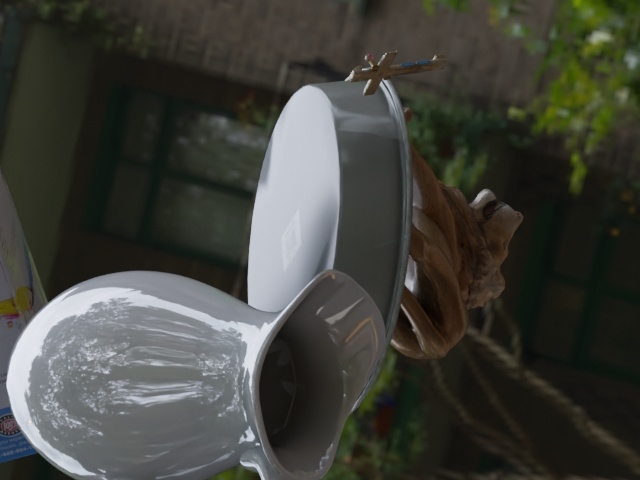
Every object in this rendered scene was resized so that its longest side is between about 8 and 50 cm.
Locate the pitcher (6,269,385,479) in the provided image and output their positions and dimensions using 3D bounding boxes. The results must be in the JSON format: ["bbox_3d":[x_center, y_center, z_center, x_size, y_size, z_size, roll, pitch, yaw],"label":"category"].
[{"bbox_3d":[-0.082,0.102,0.919,0.125,0.207,0.177,42,-124,-43],"label":"pitcher"}]

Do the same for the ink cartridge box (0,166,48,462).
[{"bbox_3d":[-0.386,0.072,1.667,0.197,0.198,0.270,-107,3,-66],"label":"ink cartridge box"}]

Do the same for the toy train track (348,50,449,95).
[{"bbox_3d":[0.056,-0.128,1.212,0.083,0.014,0.048,-11,-29,-30],"label":"toy train track"}]

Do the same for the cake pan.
[{"bbox_3d":[0.000,0.000,1.372,0.293,0.054,0.293,-174,90,-72],"label":"cake pan"}]

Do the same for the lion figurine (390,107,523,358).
[{"bbox_3d":[0.088,0.022,1.561,0.240,0.142,0.392,62,-158,-18],"label":"lion figurine"}]
